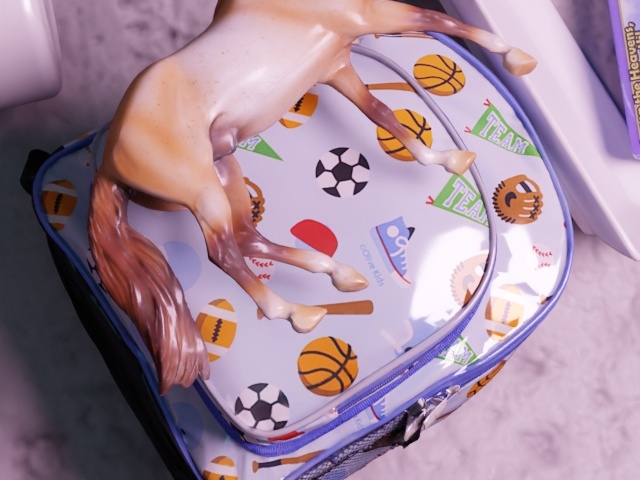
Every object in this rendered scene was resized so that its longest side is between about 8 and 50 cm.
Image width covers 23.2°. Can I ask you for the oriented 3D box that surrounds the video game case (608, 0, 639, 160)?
[{"bbox_3d":[0.287,-0.198,0.914,0.244,0.061,0.269,-10,85,26],"label":"video game case"}]

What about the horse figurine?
[{"bbox_3d":[-0.025,-0.057,0.743,0.174,0.066,0.263,35,70,13],"label":"horse figurine"}]

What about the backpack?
[{"bbox_3d":[0.000,0.000,0.868,0.263,0.213,0.276,-29,84,-17],"label":"backpack"}]

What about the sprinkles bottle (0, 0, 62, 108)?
[{"bbox_3d":[-0.333,-0.107,0.890,0.355,0.121,0.121,-12,85,-5],"label":"sprinkles bottle"}]

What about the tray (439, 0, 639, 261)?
[{"bbox_3d":[0.123,-0.109,0.924,0.030,0.145,0.270,-33,86,26],"label":"tray"}]
